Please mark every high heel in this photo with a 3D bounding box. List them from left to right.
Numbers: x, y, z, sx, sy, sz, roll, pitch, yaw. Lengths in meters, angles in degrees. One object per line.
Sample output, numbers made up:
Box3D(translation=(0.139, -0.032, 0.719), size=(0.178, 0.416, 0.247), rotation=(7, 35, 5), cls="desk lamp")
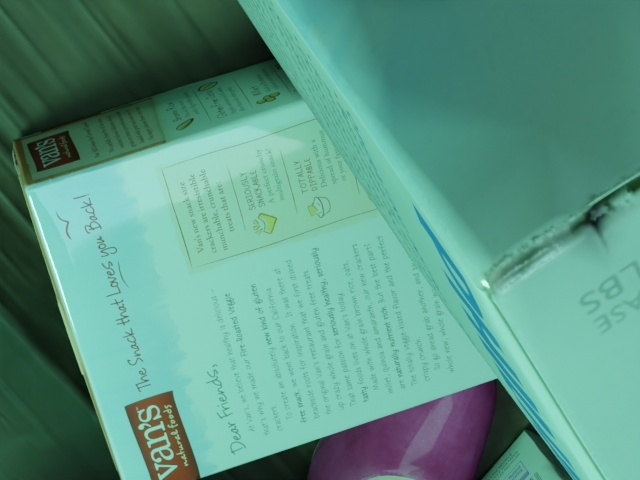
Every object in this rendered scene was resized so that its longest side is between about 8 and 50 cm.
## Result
Box3D(translation=(0.018, 0.167, 0.849), size=(0.082, 0.117, 0.244), rotation=(33, 101, -24), cls="high heel")

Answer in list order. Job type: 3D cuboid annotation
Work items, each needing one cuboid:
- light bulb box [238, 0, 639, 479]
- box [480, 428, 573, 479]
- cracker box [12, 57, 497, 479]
Box3D(translation=(0.144, -0.142, 0.586), size=(0.358, 0.361, 0.225), rotation=(-35, 140, 1), cls="light bulb box")
Box3D(translation=(0.031, 0.239, 0.914), size=(0.063, 0.067, 0.324), rotation=(35, 100, -25), cls="box")
Box3D(translation=(0.000, 0.000, 0.801), size=(0.232, 0.067, 0.155), rotation=(-18, 115, -8), cls="cracker box")
